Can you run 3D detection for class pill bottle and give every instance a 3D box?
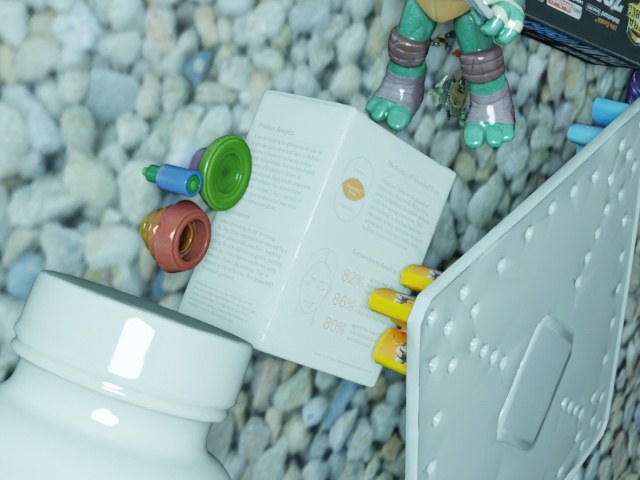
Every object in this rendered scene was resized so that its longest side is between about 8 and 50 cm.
[{"bbox_3d":[-0.152,0.186,0.613,0.176,0.176,0.318,23,86,-47],"label":"pill bottle"}]

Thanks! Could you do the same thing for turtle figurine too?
[{"bbox_3d":[0.080,-0.177,0.745,0.118,0.175,0.234,-39,141,-26],"label":"turtle figurine"}]

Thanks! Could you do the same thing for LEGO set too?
[{"bbox_3d":[0.104,-0.129,0.895,0.054,0.023,0.083,-9,96,-46],"label":"LEGO set"}]

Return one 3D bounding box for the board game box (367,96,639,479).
[{"bbox_3d":[0.165,0.116,0.937,0.390,0.050,0.390,-37,136,-43],"label":"board game box"}]

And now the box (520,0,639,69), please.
[{"bbox_3d":[0.219,-0.315,0.912,0.295,0.073,0.293,6,99,-47],"label":"box"}]

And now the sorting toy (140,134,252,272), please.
[{"bbox_3d":[-0.089,-0.030,0.713,0.102,0.042,0.061,-62,148,-19],"label":"sorting toy"}]

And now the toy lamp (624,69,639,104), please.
[{"bbox_3d":[0.354,-0.195,1.016,0.080,0.080,0.275,-34,155,-34],"label":"toy lamp"}]

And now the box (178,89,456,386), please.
[{"bbox_3d":[0.000,0.000,0.772,0.130,0.091,0.170,26,84,-47],"label":"box"}]
